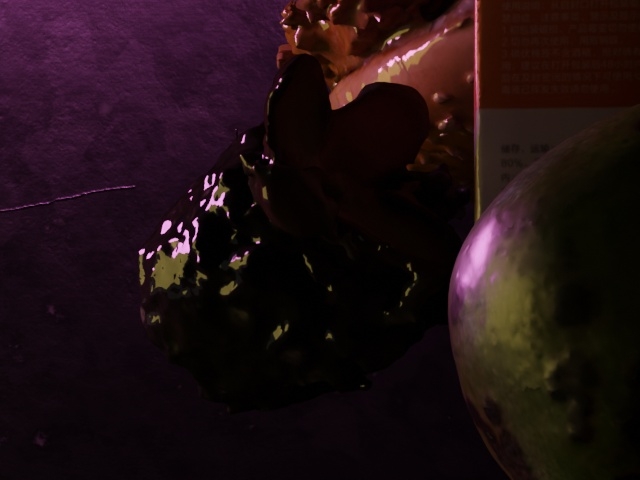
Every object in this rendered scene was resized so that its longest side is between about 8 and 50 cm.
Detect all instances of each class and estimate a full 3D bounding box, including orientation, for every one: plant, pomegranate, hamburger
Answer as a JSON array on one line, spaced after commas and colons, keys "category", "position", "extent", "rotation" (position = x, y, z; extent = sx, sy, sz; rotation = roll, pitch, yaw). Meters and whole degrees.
[{"category": "plant", "position": [0.000, 0.000, 1.139], "extent": [0.234, 0.204, 0.178], "rotation": [-39, 11, 38]}, {"category": "pomegranate", "position": [0.120, 0.024, 0.510], "extent": [0.169, 0.148, 0.148], "rotation": [-13, 74, 57]}, {"category": "hamburger", "position": [0.106, -0.174, 1.490], "extent": [0.445, 0.287, 0.268], "rotation": [129, 137, -79]}]

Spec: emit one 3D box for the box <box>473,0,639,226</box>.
[{"category": "box", "position": [0.166, -0.060, 1.107], "extent": [0.225, 0.143, 0.341], "rotation": [46, -135, -83]}]
